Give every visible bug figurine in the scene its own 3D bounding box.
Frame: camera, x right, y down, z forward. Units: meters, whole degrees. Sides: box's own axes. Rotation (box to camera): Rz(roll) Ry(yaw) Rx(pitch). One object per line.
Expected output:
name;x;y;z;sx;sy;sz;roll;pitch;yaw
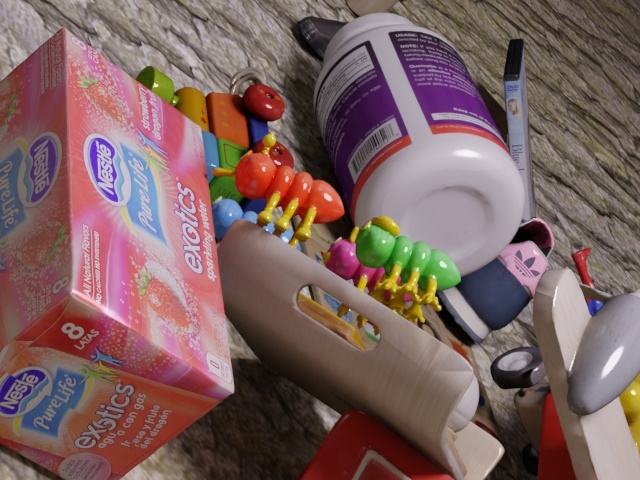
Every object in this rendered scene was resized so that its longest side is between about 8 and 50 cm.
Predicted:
bug figurine;0.000;0.000;1.414;0.216;0.072;0.279;26;-13;-6

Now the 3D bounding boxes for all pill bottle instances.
pill bottle;0.097;-0.114;1.881;0.181;0.181;0.323;36;22;-34

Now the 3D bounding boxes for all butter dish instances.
butter dish;0.020;0.233;1.335;0.160;0.118;0.160;40;66;-21

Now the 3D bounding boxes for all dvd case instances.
dvd case;0.262;-0.120;2.249;0.180;0.022;0.253;-68;153;-67

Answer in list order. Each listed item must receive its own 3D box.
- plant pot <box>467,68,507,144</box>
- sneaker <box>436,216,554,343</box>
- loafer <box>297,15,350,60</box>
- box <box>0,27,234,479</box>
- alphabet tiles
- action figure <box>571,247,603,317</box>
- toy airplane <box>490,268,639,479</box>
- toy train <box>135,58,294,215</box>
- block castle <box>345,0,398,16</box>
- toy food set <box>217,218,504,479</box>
plant pot;0.169;-0.152;2.208;0.109;0.096;0.109;47;24;-14
sneaker;0.221;0.017;2.003;0.112;0.131;0.319;48;18;-9
loafer;0.034;-0.253;2.142;0.170;0.061;0.062;12;46;-57
box;-0.175;0.008;1.243;0.154;0.142;0.300;36;27;-33
alphabet tiles;0.082;0.097;1.783;0.285;0.011;0.342;34;28;-40
action figure;0.350;0.148;2.088;0.280;0.091;0.139;69;18;2
toy airplane;0.301;0.235;1.649;0.386;0.272;0.384;35;44;-65
toy train;-0.118;-0.123;1.626;0.143;0.105;0.248;24;33;-26
block castle;0.043;-0.545;2.401;0.453;0.213;0.303;51;22;-2
toy food set;0.042;0.091;1.387;0.220;0.092;0.306;33;-11;18
